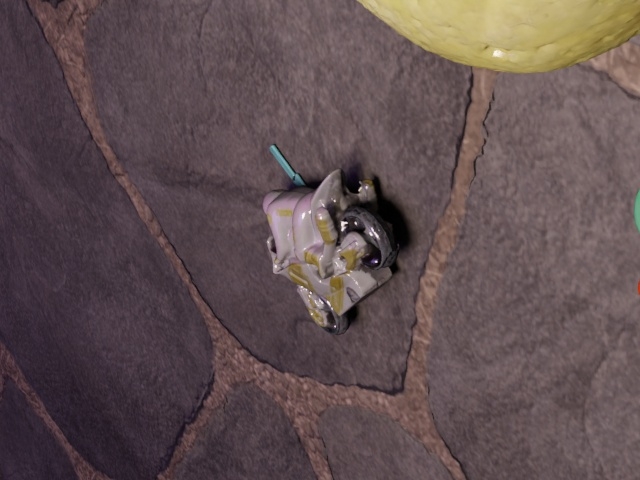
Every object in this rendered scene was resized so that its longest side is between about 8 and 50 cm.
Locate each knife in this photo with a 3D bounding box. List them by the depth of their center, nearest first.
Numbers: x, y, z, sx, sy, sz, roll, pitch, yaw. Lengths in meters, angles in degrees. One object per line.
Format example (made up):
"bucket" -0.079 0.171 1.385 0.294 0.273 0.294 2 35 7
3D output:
"knife" -0.024 -0.063 1.317 0.091 0.005 0.014 54 150 16

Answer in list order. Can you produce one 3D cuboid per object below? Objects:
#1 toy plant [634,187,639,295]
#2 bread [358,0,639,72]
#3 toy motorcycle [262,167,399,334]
"toy plant" 0.316 -0.009 0.664 0.400 0.185 0.279 2 118 60
"bread" 0.105 -0.251 0.752 0.320 0.237 0.320 45 152 32
"toy motorcycle" 0.000 0.000 1.260 0.152 0.073 0.225 51 153 13
